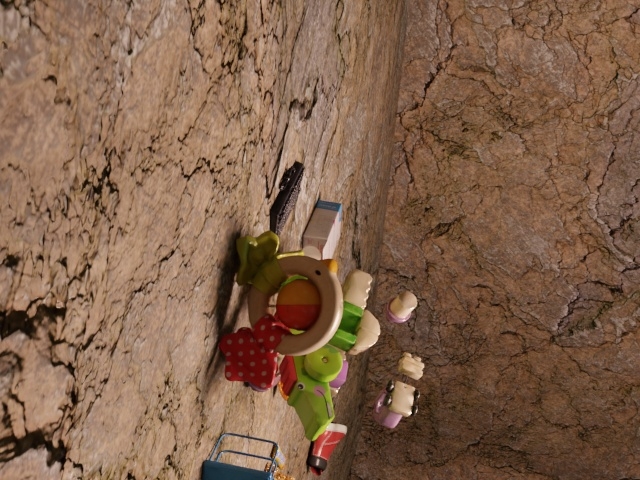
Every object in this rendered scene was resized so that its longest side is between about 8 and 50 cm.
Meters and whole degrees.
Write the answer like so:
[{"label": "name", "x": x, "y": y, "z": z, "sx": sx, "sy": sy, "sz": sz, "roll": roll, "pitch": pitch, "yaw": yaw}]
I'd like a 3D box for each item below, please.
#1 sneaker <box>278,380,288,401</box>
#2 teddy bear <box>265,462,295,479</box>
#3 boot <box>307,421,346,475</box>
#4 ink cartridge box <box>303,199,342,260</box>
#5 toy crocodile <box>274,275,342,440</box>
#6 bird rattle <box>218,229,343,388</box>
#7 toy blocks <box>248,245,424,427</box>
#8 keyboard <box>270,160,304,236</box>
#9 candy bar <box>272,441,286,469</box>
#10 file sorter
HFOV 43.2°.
[{"label": "sneaker", "x": -0.034, "y": 0.270, "z": 1.930, "sx": 0.121, "sy": 0.099, "sz": 0.262, "roll": 92, "pitch": 14, "yaw": -61}, {"label": "teddy bear", "x": -0.097, "y": 0.699, "z": 1.984, "sx": 0.245, "sy": 0.113, "sz": 0.338, "roll": -57, "pitch": 156, "yaw": -71}, {"label": "boot", "x": 0.017, "y": 0.691, "z": 2.698, "sx": 0.244, "sy": 0.088, "sz": 0.176, "roll": 39, "pitch": 63, "yaw": -70}, {"label": "ink cartridge box", "x": 0.000, "y": 0.000, "z": 1.913, "sx": 0.181, "sy": 0.061, "sz": 0.104, "roll": -68, "pitch": 165, "yaw": -49}, {"label": "toy crocodile", "x": -0.035, "y": 0.178, "z": 1.411, "sx": 0.115, "sy": 0.105, "sz": 0.341, "roll": 120, "pitch": -33, "yaw": -52}, {"label": "bird rattle", "x": -0.065, "y": 0.112, "z": 1.320, "sx": 0.143, "sy": 0.207, "sz": 0.254, "roll": 38, "pitch": 52, "yaw": -59}, {"label": "toy blocks", "x": 0.022, "y": 0.226, "z": 1.640, "sx": 0.260, "sy": 0.309, "sz": 0.289, "roll": 125, "pitch": -14, "yaw": -52}, {"label": "keyboard", "x": -0.063, "y": -0.087, "z": 1.583, "sx": 0.180, "sy": 0.023, "sz": 0.108, "roll": -69, "pitch": 165, "yaw": -50}, {"label": "candy bar", "x": -0.105, "y": 0.543, "z": 2.035, "sx": 0.161, "sy": 0.018, "sz": 0.040, "roll": 80, "pitch": 23, "yaw": -62}, {"label": "file sorter", "x": -0.142, "y": 0.445, "z": 1.443, "sx": 0.104, "sy": 0.118, "sz": 0.170, "roll": -67, "pitch": 165, "yaw": -65}]
